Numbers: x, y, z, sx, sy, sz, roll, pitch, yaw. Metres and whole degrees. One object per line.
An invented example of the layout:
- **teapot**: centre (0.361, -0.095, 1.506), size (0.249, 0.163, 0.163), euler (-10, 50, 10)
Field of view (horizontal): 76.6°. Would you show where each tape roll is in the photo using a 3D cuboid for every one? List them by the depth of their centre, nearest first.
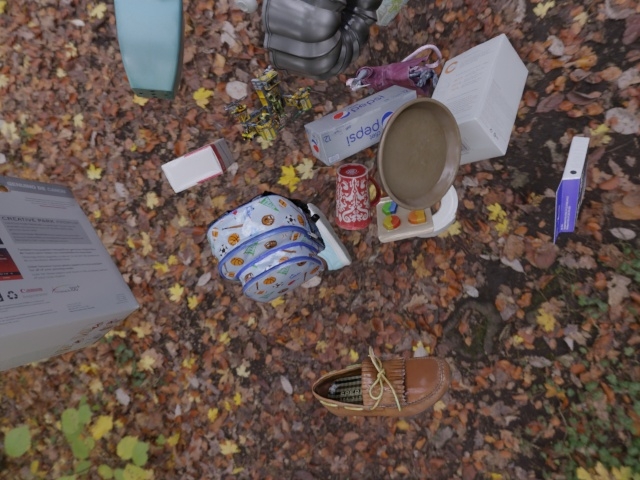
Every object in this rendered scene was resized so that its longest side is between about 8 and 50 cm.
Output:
- **tape roll**: centre (0.475, -0.159, 1.839), size (0.286, 0.100, 0.286), euler (-4, 76, 16)

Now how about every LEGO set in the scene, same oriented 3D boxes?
- **LEGO set**: centre (-0.211, -0.569, 1.634), size (0.331, 0.255, 0.192), euler (-41, 133, -18)

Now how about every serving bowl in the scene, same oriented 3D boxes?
- **serving bowl**: centre (-0.246, -0.771, 1.318), size (0.083, 0.083, 0.027), euler (24, 80, 4)

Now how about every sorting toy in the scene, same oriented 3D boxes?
- **sorting toy**: centre (0.297, -0.096, 1.457), size (0.193, 0.208, 0.038), euler (-12, 137, 16)

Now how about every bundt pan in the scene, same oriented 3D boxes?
- **bundt pan**: centre (0.030, -0.475, 0.807), size (0.124, 0.331, 0.331), euler (29, 108, 13)

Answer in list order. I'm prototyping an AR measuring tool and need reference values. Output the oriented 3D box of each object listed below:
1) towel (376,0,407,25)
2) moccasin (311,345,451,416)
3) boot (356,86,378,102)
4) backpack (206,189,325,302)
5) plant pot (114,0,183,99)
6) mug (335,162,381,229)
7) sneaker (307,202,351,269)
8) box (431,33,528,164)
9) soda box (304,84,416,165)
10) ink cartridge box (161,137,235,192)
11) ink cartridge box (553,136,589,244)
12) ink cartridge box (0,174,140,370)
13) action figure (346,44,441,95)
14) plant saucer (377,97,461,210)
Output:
- **towel**: centre (0.124, -0.809, 1.101), size (0.374, 0.320, 0.090), euler (32, 72, -15)
- **moccasin**: centre (0.138, 0.351, 1.003), size (0.380, 0.139, 0.147), euler (-21, 134, 40)
- **boot**: centre (0.195, -0.532, 1.579), size (0.106, 0.114, 0.037), euler (-43, 68, 18)
- **backpack**: centre (-0.131, 0.018, 0.966), size (0.276, 0.263, 0.213), euler (-35, 60, 7)
- **plant pot**: centre (-0.460, -0.521, 1.117), size (0.165, 0.165, 0.234), euler (-2, 96, -16)
- **mug**: centre (0.103, -0.141, 1.202), size (0.113, 0.150, 0.169), euler (16, 132, 26)
- **sneaker**: centre (0.000, 0.000, 1.939), size (0.150, 0.135, 0.366), euler (-30, 107, 13)
- **box**: centre (0.477, -0.425, 1.270), size (0.168, 0.215, 0.345), euler (36, 67, -29)
- **soda box**: centre (0.110, -0.303, 1.054), size (0.286, 0.098, 0.091), euler (-28, 127, -12)
- **ink cartridge box**: centre (-0.516, -0.332, 1.760), size (0.226, 0.306, 0.131), euler (-22, 107, 6)
- **ink cartridge box**: centre (0.658, -0.125, 1.063), size (0.045, 0.208, 0.206), euler (13, 149, 36)
- **ink cartridge box**: centre (-0.471, 0.040, 0.587), size (0.130, 0.309, 0.272), euler (-37, 79, 12)
- **action figure**: centre (0.265, -0.671, 1.641), size (0.370, 0.248, 0.276), euler (12, 78, 34)
- **plant saucer**: centre (0.249, -0.215, 1.029), size (0.278, 0.041, 0.278), euler (-8, 107, -29)
